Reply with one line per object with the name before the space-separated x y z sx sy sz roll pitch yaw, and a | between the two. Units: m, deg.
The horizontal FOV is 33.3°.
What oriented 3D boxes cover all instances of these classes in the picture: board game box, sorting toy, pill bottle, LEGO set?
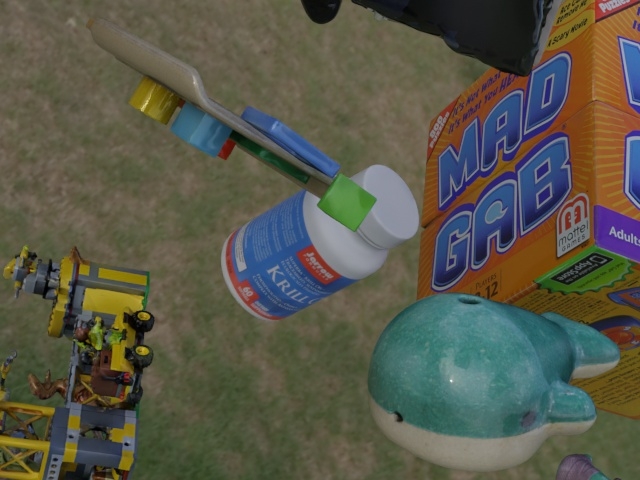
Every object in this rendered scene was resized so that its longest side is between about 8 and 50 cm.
board game box | 0.366 -0.028 1.328 0.356 0.356 0.356 19 59 -20
sorting toy | -0.091 -0.096 0.886 0.196 0.047 0.347 35 0 -44
pill bottle | 0.000 0.000 1.230 0.124 0.221 0.124 28 47 -35
LEGO set | -0.250 0.161 0.784 0.192 0.331 0.255 11 42 -15

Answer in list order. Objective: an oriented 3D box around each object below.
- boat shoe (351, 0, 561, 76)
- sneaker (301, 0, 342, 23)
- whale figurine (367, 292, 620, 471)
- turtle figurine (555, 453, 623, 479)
boat shoe | 0.079 -0.240 0.584 0.158 0.127 0.340 18 50 5
sneaker | -0.009 -0.290 1.084 0.089 0.051 0.170 -60 157 -54
whale figurine | 0.169 0.106 1.005 0.272 0.216 0.141 -16 116 -37
turtle figurine | 0.285 0.253 0.847 0.175 0.234 0.118 -50 130 -25
